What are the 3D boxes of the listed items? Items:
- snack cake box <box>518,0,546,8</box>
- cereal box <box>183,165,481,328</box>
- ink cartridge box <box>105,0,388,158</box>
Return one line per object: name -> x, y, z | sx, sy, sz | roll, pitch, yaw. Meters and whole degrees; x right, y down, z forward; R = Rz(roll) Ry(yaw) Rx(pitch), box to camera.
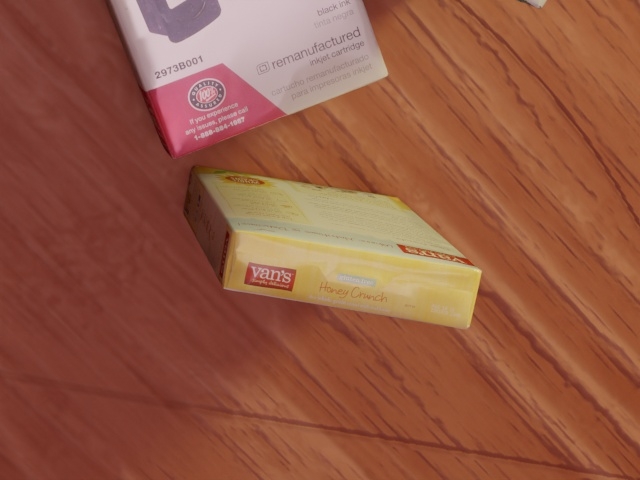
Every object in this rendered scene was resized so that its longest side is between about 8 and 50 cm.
snack cake box -> 0.120, -0.256, 1.117 | 0.089, 0.264, 0.152 | 32, 96, -16
cereal box -> 0.000, 0.000, 1.170 | 0.173, 0.240, 0.047 | 10, 102, -12
ink cartridge box -> -0.075, -0.204, 1.178 | 0.172, 0.100, 0.237 | -22, 107, -5
